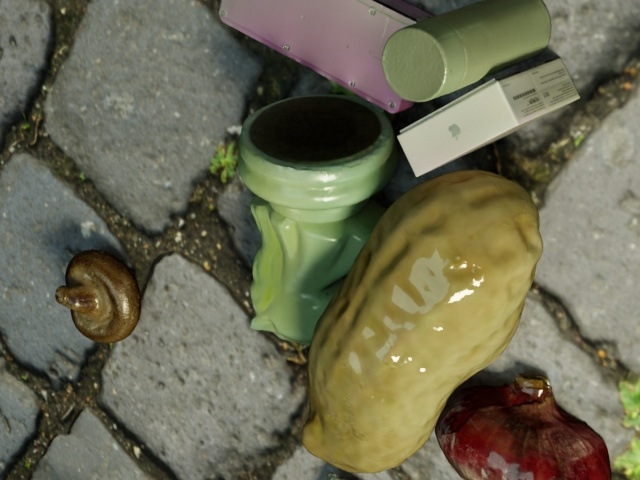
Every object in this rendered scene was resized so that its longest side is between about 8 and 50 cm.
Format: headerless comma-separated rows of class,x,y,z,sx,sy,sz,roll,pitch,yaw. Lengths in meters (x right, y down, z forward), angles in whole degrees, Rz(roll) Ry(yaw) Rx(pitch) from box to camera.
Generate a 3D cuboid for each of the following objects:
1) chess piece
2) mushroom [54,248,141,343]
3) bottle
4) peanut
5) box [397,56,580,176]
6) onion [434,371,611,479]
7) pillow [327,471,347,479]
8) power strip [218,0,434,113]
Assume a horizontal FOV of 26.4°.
chess piece,0.000,0.000,1.510,0.175,0.176,0.298,23,132,29
mushroom,-0.287,0.073,1.781,0.109,0.085,0.126,2,109,0
bottle,0.140,-0.185,1.280,0.072,0.201,0.072,15,115,33
peanut,0.099,0.091,1.416,0.169,0.192,0.387,52,123,33
box,0.164,-0.122,1.332,0.129,0.130,0.051,-27,88,40
onion,0.207,0.225,1.450,0.205,0.098,0.151,20,119,31
pillow,0.034,0.402,1.678,0.128,0.051,0.229,31,123,30
power strip,0.004,-0.239,1.471,0.279,0.037,0.109,31,123,25
